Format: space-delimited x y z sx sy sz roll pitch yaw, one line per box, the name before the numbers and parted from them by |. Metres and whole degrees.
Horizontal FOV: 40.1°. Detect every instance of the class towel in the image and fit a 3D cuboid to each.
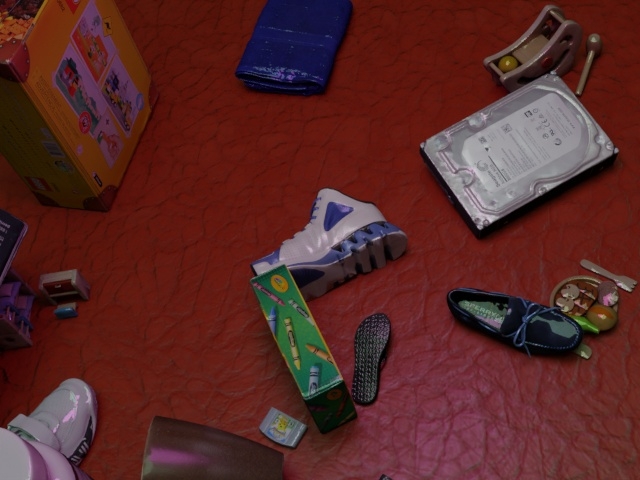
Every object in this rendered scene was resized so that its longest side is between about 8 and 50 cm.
towel | -0.059 -0.489 2.166 0.228 0.076 0.308 11 60 11

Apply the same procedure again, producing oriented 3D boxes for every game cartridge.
game cartridge | -0.072 0.353 1.643 0.083 0.017 0.056 22 68 25

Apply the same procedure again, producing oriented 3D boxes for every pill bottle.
pill bottle | -0.470 0.462 1.432 0.224 0.392 0.224 -6 56 9

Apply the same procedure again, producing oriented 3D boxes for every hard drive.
hard drive | 0.408 -0.183 1.826 0.339 0.064 0.236 -29 68 -4

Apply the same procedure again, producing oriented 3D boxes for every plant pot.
plant pot | -0.181 0.419 1.527 0.231 0.215 0.215 3 57 -1

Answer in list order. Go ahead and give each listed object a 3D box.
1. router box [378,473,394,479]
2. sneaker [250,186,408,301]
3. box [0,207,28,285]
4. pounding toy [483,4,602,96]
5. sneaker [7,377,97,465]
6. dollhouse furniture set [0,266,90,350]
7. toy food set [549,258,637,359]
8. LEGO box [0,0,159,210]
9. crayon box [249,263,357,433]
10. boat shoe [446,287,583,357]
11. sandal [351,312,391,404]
router box | 0.105 0.457 1.468 0.038 0.122 0.092 26 66 33
sneaker | 0.001 -0.001 1.805 0.316 0.127 0.182 -20 51 -9
box | -0.893 0.122 1.699 0.480 0.297 0.471 -6 58 41
pounding toy | 0.510 -0.402 1.923 0.270 0.154 0.155 -30 56 -7
sneaker | -0.558 0.390 1.610 0.137 0.210 0.365 20 63 23
dollhouse furniture set | -0.600 0.132 1.840 0.184 0.129 0.129 -10 56 7
toy food set | 0.499 0.117 1.652 0.132 0.038 0.192 28 67 27
LEGO box | -0.575 -0.360 1.934 0.193 0.500 0.372 6 58 16
crayon box | -0.032 0.201 1.643 0.081 0.165 0.278 -26 55 -4
boat shoe | 0.350 0.152 1.624 0.258 0.089 0.109 10 78 24
sandal | 0.096 0.226 1.679 0.067 0.040 0.179 5 73 22
